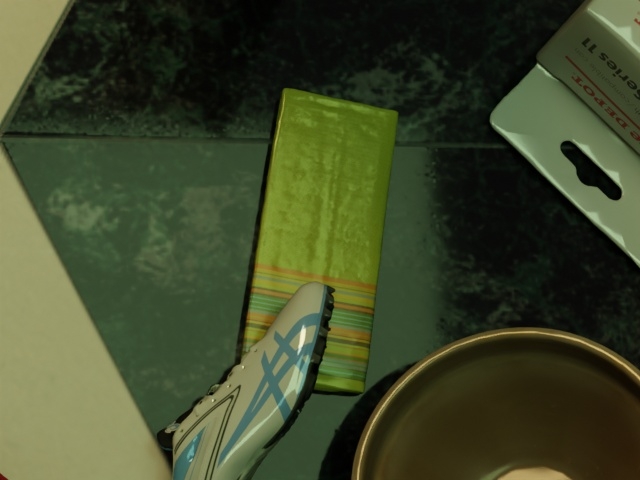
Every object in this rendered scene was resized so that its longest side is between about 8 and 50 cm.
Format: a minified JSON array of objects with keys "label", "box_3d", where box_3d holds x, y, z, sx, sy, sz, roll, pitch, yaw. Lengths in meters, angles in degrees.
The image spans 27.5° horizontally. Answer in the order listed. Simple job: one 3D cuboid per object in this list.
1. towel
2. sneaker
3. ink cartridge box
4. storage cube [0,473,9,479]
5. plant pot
[{"label":"towel","box_3d":[0.000,0.000,1.034,0.102,0.021,0.237,11,75,-13]},{"label":"sneaker","box_3d":[-0.063,0.128,0.945,0.086,0.085,0.237,30,81,3]},{"label":"ink cartridge box","box_3d":[0.331,-0.167,1.092,0.207,0.119,0.353,43,72,0]},{"label":"storage cube","box_3d":[-0.249,0.236,0.837,0.193,0.183,0.215,39,72,-2]},{"label":"plant pot","box_3d":[0.149,0.191,0.950,0.237,0.110,0.237,-9,56,13]}]
